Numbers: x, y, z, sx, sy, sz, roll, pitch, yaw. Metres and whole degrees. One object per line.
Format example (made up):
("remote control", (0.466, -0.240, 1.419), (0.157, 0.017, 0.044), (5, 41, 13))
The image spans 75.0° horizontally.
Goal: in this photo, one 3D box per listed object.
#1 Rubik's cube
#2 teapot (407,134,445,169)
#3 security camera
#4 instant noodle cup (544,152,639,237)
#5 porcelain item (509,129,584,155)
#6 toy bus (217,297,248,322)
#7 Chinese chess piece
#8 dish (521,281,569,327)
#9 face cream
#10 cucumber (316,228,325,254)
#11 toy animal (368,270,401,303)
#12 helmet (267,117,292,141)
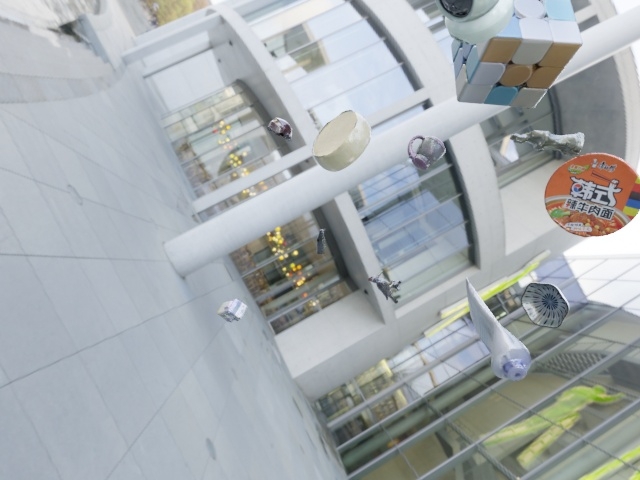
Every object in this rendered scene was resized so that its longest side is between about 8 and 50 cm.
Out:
("Rubik's cube", (0.752, -0.781, 1.665), (0.344, 0.347, 0.346), (101, -9, -65))
("teapot", (0.464, -0.392, 1.848), (0.148, 0.146, 0.116), (46, -15, -28))
("security camera", (0.420, -0.693, 1.150), (0.236, 0.194, 0.194), (39, 14, -52))
("instant noodle cup", (0.854, -0.135, 1.306), (0.192, 0.250, 0.250), (-4, 58, -53))
("porcelain item", (0.738, -0.328, 1.371), (0.081, 0.216, 0.069), (17, 83, -85))
("toy bus", (-0.268, 0.212, 1.272), (0.058, 0.052, 0.102), (41, -33, -19))
("Chinese chess piece", (0.081, -0.387, 1.625), (0.103, 0.250, 0.250), (37, 6, -32))
("dish", (0.891, 0.246, 1.635), (0.191, 0.066, 0.190), (26, -59, 52))
("face cream", (0.649, 0.346, 1.579), (0.420, 0.137, 0.234), (-100, 171, -60))
("cucumber", (0.000, 0.000, 1.741), (0.043, 0.039, 0.163), (43, -27, 29))
("toy animal", (0.283, 0.200, 1.843), (0.202, 0.105, 0.070), (31, -17, -34))
("helmet", (-0.166, -0.484, 1.802), (0.123, 0.070, 0.098), (18, 10, -39))
